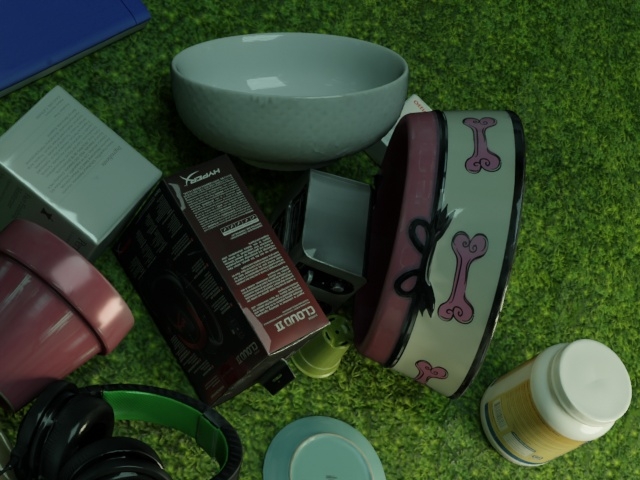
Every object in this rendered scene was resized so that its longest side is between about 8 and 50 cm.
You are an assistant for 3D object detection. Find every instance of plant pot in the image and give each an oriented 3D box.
[{"bbox_3d":[-0.361,0.103,1.604,0.201,0.201,0.180,42,69,-3],"label":"plant pot"},{"bbox_3d":[0.008,0.141,1.837,0.083,0.079,0.083,12,61,-23],"label":"plant pot"}]

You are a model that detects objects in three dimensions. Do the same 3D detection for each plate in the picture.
[{"bbox_3d":[0.012,0.325,1.779,0.188,0.024,0.188,13,60,-23],"label":"plate"}]

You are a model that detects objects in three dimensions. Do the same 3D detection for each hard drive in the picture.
[{"bbox_3d":[-0.426,-0.337,1.875,0.319,0.040,0.210,-35,85,-36],"label":"hard drive"}]

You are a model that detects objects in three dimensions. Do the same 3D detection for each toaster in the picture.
[{"bbox_3d":[0.000,0.000,1.850,0.110,0.168,0.185,17,59,-18],"label":"toaster"}]

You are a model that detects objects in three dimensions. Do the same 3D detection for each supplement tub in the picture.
[{"bbox_3d":[0.338,0.233,1.890,0.144,0.200,0.144,12,61,-22],"label":"supplement tub"}]

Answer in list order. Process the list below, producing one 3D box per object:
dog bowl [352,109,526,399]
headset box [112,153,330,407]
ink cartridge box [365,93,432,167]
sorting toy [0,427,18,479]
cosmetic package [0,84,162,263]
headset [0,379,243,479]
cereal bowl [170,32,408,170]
[{"bbox_3d":[0.151,0.005,1.807,0.150,0.408,0.408,12,59,-5],"label":"dog bowl"},{"bbox_3d":[-0.129,0.071,1.715,0.110,0.218,0.293,-25,78,-35],"label":"headset box"},{"bbox_3d":[0.136,-0.162,2.077,0.088,0.052,0.122,46,55,-1],"label":"ink cartridge box"},{"bbox_3d":[-0.479,0.265,1.538,0.229,0.041,0.307,-29,81,-35],"label":"sorting toy"},{"bbox_3d":[-0.338,-0.068,1.716,0.184,0.151,0.151,40,54,-3],"label":"cosmetic package"},{"bbox_3d":[-0.277,0.287,1.527,0.394,0.185,0.243,-8,31,-42],"label":"headset"},{"bbox_3d":[-0.045,-0.191,1.878,0.339,0.339,0.141,-15,117,-33],"label":"cereal bowl"}]
